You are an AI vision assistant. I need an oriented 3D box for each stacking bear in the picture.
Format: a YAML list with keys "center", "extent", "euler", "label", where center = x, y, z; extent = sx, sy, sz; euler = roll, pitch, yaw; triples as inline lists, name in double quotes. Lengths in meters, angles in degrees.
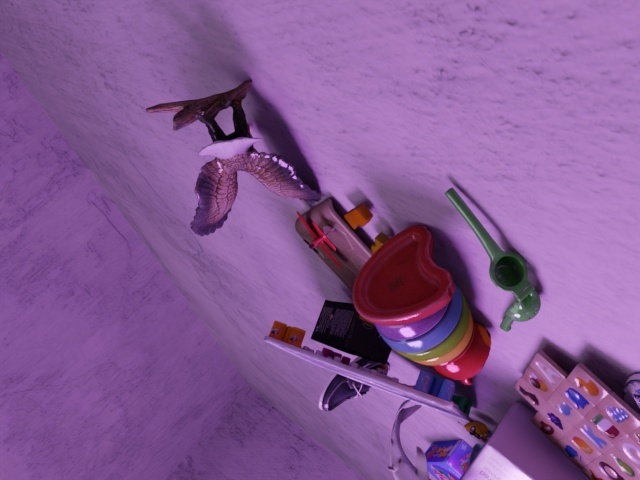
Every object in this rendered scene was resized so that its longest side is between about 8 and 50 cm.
- center: [0.195, 0.141, 1.041]
  extent: [0.289, 0.164, 0.175]
  euler: [46, -161, -37]
  label: "stacking bear"

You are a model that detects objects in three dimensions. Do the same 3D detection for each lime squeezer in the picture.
- center: [0.272, 0.052, 0.900]
  extent: [0.310, 0.059, 0.110]
  euler: [58, -175, -34]
  label: "lime squeezer"

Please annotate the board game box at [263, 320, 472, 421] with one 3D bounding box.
- center: [0.121, 0.286, 1.308]
  extent: [0.390, 0.050, 0.390]
  euler: [15, 166, 23]
  label: "board game box"

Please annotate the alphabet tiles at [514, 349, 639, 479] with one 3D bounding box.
- center: [0.459, 0.330, 0.970]
  extent: [0.342, 0.011, 0.285]
  euler: [46, 160, 27]
  label: "alphabet tiles"

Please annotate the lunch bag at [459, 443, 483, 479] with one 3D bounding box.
- center: [0.464, 0.630, 1.449]
  extent: [0.262, 0.160, 0.223]
  euler: [22, 152, 26]
  label: "lunch bag"

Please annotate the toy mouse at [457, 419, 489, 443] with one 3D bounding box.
- center: [0.394, 0.460, 1.428]
  extent: [0.143, 0.031, 0.161]
  euler: [39, 167, -19]
  label: "toy mouse"

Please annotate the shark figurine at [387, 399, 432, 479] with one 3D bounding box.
- center: [0.199, 0.472, 1.255]
  extent: [0.116, 0.166, 0.278]
  euler: [35, -165, -32]
  label: "shark figurine"

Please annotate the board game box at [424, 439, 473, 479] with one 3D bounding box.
- center: [0.463, 0.712, 1.709]
  extent: [0.347, 0.078, 0.233]
  euler: [43, 159, 6]
  label: "board game box"

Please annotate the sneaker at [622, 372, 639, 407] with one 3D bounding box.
- center: [0.454, 0.216, 0.839]
  extent: [0.052, 0.058, 0.135]
  euler: [41, 159, 10]
  label: "sneaker"

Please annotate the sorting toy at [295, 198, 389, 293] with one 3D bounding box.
- center: [0.070, 0.017, 1.208]
  extent: [0.229, 0.041, 0.307]
  euler: [52, 158, -5]
  label: "sorting toy"

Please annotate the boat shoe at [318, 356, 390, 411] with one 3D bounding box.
- center: [0.086, 0.365, 1.565]
  extent: [0.079, 0.233, 0.084]
  euler: [20, 123, 38]
  label: "boat shoe"

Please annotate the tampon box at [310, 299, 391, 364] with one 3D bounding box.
- center: [0.078, 0.206, 1.396]
  extent: [0.120, 0.101, 0.161]
  euler: [27, 167, -26]
  label: "tampon box"

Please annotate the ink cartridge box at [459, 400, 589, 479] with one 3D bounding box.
- center: [0.398, 0.569, 1.212]
  extent: [0.285, 0.166, 0.394]
  euler: [35, 127, 23]
  label: "ink cartridge box"

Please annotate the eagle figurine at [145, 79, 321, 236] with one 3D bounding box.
- center: [-0.144, -0.135, 1.122]
  extent: [0.226, 0.225, 0.298]
  euler: [13, 133, 37]
  label: "eagle figurine"

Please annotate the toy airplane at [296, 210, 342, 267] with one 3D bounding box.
- center: [0.000, 0.000, 1.217]
  extent: [0.151, 0.028, 0.151]
  euler: [42, 157, 22]
  label: "toy airplane"
